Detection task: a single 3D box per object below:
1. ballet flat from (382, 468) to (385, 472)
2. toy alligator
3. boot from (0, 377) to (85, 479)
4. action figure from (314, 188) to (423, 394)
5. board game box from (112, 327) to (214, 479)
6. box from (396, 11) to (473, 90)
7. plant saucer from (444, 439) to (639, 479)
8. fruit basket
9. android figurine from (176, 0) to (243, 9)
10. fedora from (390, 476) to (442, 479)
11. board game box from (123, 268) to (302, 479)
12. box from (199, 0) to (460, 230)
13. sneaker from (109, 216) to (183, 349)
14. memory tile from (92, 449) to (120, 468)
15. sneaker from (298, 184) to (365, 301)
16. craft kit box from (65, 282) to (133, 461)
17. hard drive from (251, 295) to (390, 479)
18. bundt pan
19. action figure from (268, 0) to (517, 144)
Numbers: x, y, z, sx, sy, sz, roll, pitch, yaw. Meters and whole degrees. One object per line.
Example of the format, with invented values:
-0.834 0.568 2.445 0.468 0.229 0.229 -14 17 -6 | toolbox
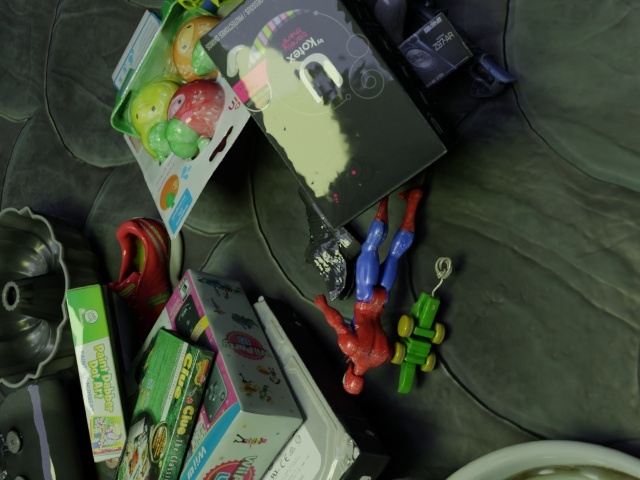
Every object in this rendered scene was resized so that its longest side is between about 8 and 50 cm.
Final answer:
-0.012 0.319 1.057 0.248 0.086 0.086 -34 68 29 | ballet flat
0.132 0.108 0.991 0.051 0.056 0.190 -143 68 -74 | toy alligator
-0.418 0.449 1.293 0.367 0.146 0.445 -29 66 28 | boot
0.052 0.065 1.015 0.139 0.091 0.280 -10 65 57 | action figure
-0.216 0.255 0.995 0.136 0.030 0.260 12 84 58 | board game box
0.136 -0.229 0.928 0.083 0.018 0.067 -35 94 17 | box
0.259 0.416 0.773 0.400 0.100 0.400 -1 63 2 | plant saucer
-0.200 -0.221 1.135 0.327 0.165 0.353 -55 33 18 | fruit basket
-0.123 -0.425 1.126 0.248 0.056 0.273 -30 48 -19 | android figurine
0.125 0.417 0.891 0.275 0.124 0.244 31 62 -1 | fedora
-0.164 0.217 1.051 0.224 0.097 0.303 -58 37 18 | board game box
0.017 -0.175 0.885 0.165 0.143 0.270 -36 92 21 | box
-0.295 0.097 1.244 0.107 0.118 0.279 -16 76 33 | sneaker
-0.347 0.355 1.320 0.148 0.012 0.113 18 96 35 | memory tile
0.001 0.000 1.089 0.089 0.051 0.170 -48 65 16 | sneaker
-0.340 0.193 1.177 0.246 0.061 0.250 166 94 -75 | craft kit box
-0.061 0.262 1.028 0.237 0.064 0.339 -58 36 16 | hard drive
-0.526 0.104 1.401 0.331 0.124 0.331 -3 84 34 | bundt pan
0.072 -0.253 0.995 0.341 0.178 0.330 40 117 32 | action figure
